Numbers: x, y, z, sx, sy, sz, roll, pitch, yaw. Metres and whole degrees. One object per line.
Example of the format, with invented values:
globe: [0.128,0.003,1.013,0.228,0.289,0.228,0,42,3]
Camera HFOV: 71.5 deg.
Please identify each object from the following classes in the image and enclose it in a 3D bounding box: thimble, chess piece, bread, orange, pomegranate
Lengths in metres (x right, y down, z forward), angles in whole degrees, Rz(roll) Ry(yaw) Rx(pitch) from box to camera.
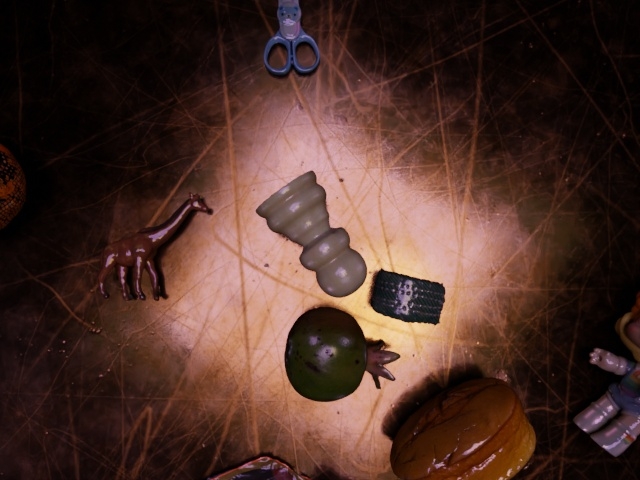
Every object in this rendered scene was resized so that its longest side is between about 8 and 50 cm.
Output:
thimble: [0.173,0.112,0.891,0.135,0.118,0.090,12,90,-13]
chess piece: [0.000,0.000,0.902,0.144,0.144,0.251,-36,90,-2]
bread: [0.259,0.368,0.829,0.269,0.195,0.143,-37,95,1]
orange: [-0.731,-0.111,0.903,0.234,0.182,0.234,1,83,-10]
pomegranate: [0.040,0.225,0.866,0.224,0.181,0.181,10,85,-19]

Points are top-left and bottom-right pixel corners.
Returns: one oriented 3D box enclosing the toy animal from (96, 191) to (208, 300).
toy animal: [-0.352,0.012,0.940,0.224,0.066,0.230,0,80,2]

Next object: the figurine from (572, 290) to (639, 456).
figurine: [0.656,0.240,0.866,0.205,0.224,0.382,34,112,-17]

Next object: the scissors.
scissors: [-0.068,-0.498,0.993,0.125,0.030,0.256,-3,87,0]

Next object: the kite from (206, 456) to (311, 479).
kite: [-0.131,0.611,0.906,0.377,0.013,0.327,27,87,1]
